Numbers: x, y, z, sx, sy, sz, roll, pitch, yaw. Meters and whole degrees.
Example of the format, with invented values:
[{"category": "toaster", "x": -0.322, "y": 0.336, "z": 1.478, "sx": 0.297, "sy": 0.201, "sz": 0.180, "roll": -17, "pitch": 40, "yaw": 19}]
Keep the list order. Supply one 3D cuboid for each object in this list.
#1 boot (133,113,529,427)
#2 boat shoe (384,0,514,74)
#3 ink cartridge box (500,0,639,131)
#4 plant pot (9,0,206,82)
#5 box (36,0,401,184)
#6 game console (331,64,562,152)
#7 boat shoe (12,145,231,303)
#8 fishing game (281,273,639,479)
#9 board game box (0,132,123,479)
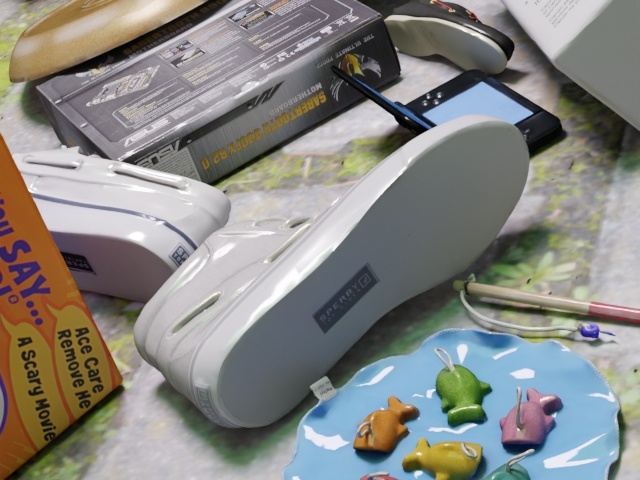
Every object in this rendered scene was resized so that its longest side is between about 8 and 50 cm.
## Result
[{"category": "boot", "x": 0.000, "y": 0.000, "z": 1.036, "sx": 0.258, "sy": 0.095, "sz": 0.123, "roll": -38, "pitch": 35, "yaw": -18}, {"category": "boat shoe", "x": 0.099, "y": -0.155, "z": 1.255, "sx": 0.042, "sy": 0.049, "sz": 0.133, "roll": -42, "pitch": 33, "yaw": -16}, {"category": "ink cartridge box", "x": 0.213, "y": -0.220, "z": 1.156, "sx": 0.197, "sy": 0.114, "sz": 0.273, "roll": -48, "pitch": 30, "yaw": 15}, {"category": "plant pot", "x": -0.160, "y": -0.199, "z": 1.419, "sx": 0.236, "sy": 0.032, "sz": 0.236, "roll": -23, "pitch": 16, "yaw": 7}, {"category": "box", "x": -0.082, "y": -0.121, "z": 1.300, "sx": 0.231, "sy": 0.056, "sz": 0.183, "roll": -30, "pitch": 32, "yaw": -15}, {"category": "game console", "x": 0.085, "y": -0.097, "z": 1.157, "sx": 0.107, "sy": 0.071, "sz": 0.122, "roll": -29, "pitch": 34, "yaw": -12}, {"category": "boat shoe", "x": -0.175, "y": -0.021, "z": 1.176, "sx": 0.258, "sy": 0.095, "sz": 0.084, "roll": 15, "pitch": 55, "yaw": 28}, {"category": "fishing game", "x": 0.066, "y": 0.102, "z": 0.909, "sx": 0.189, "sy": 0.041, "sz": 0.264, "roll": 9, "pitch": 42, "yaw": 35}, {"category": "board game box", "x": -0.410, "y": 0.010, "z": 1.013, "sx": 0.356, "sy": 0.356, "sz": 0.356, "roll": -40, "pitch": 37, "yaw": -26}]
